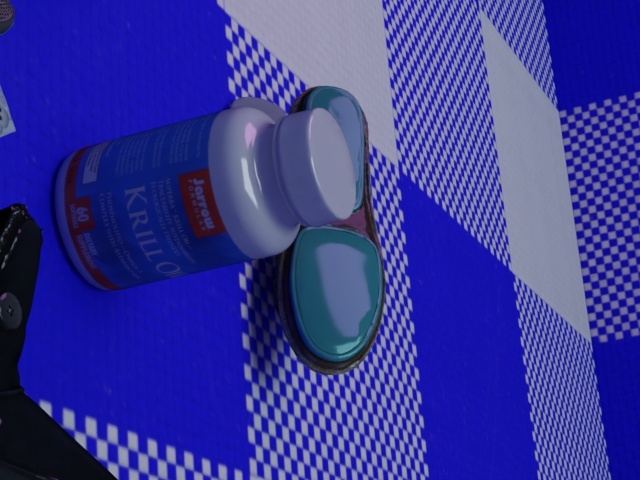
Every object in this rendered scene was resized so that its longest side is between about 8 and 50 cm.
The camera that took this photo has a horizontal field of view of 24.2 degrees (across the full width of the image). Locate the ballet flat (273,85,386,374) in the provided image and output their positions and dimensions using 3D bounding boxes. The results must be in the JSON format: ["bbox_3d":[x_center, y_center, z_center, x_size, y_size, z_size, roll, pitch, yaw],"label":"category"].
[{"bbox_3d":[0.000,0.000,1.568,0.123,0.123,0.348,48,35,-51],"label":"ballet flat"}]

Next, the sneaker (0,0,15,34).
[{"bbox_3d":[-0.262,-0.202,1.043,0.166,0.076,0.065,41,29,-48],"label":"sneaker"}]

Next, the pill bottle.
[{"bbox_3d":[-0.090,-0.039,1.202,0.124,0.221,0.124,-14,90,-68],"label":"pill bottle"}]

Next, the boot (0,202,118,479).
[{"bbox_3d":[-0.206,0.086,1.017,0.246,0.094,0.207,36,48,-50],"label":"boot"}]

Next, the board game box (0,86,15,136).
[{"bbox_3d":[-0.265,-0.111,1.087,0.090,0.020,0.090,-43,118,-67],"label":"board game box"}]

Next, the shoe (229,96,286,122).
[{"bbox_3d":[-0.065,-0.073,1.515,0.178,0.063,0.081,-107,-152,-54],"label":"shoe"}]
